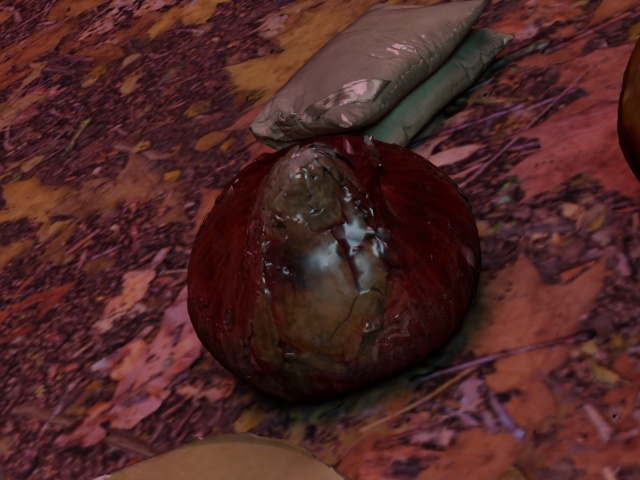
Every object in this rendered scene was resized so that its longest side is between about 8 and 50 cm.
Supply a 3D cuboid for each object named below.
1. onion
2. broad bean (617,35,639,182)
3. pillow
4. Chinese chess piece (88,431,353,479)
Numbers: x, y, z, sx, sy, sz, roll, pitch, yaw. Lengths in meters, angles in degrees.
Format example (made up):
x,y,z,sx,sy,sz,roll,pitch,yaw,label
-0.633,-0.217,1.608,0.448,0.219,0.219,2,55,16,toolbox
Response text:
x,y,z,sx,sy,sz,roll,pitch,yaw,label
0.000,0.000,0.762,0.184,0.147,0.184,-11,44,11,onion
0.241,-0.050,0.664,0.228,0.156,0.122,50,121,53,broad bean
0.044,-0.125,0.985,0.181,0.078,0.134,-43,32,-26,pillow
-0.064,0.198,0.552,0.250,0.103,0.250,-20,31,12,Chinese chess piece
